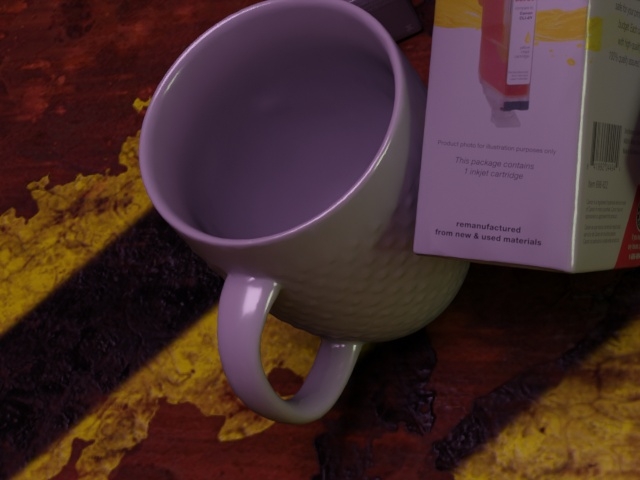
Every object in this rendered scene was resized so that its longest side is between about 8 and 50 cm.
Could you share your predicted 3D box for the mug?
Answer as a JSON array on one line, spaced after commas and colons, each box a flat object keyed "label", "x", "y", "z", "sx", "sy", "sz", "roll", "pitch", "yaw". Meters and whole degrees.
[{"label": "mug", "x": 0.000, "y": 0.000, "z": 1.686, "sx": 0.276, "sy": 0.328, "sz": 0.374, "roll": 6, "pitch": 66, "yaw": 29}]

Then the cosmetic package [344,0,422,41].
[{"label": "cosmetic package", "x": 0.022, "y": -0.332, "z": 2.011, "sx": 0.127, "sy": 0.107, "sz": 0.238, "roll": -25, "pitch": 51, "yaw": 8}]

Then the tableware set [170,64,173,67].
[{"label": "tableware set", "x": -0.100, "y": -0.156, "z": 2.010, "sx": 0.194, "sy": 0.039, "sz": 0.128, "roll": -1, "pitch": 50, "yaw": 19}]

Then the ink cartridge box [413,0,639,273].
[{"label": "ink cartridge box", "x": 0.224, "y": -0.169, "z": 1.612, "sx": 0.160, "sy": 0.279, "sz": 0.384, "roll": 7, "pitch": 93, "yaw": 27}]
